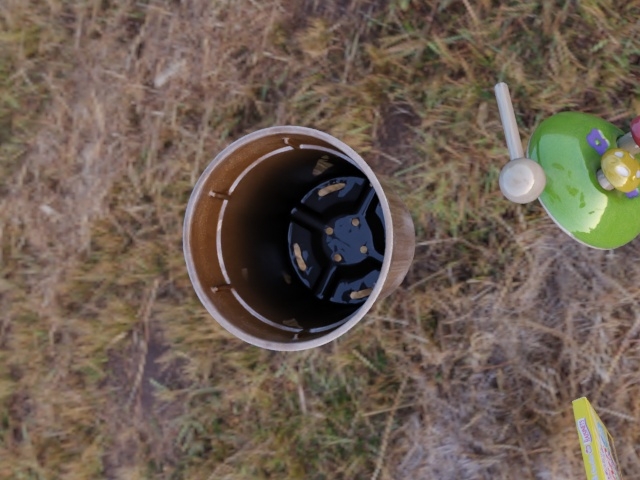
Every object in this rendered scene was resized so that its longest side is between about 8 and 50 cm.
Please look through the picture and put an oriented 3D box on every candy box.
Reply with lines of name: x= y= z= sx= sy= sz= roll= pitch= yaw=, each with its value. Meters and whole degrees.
candy box: x=0.396 y=0.324 z=1.321 sx=0.027 sy=0.105 sz=0.205 roll=-28 pitch=27 yaw=21

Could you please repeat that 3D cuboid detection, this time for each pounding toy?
pounding toy: x=0.329 y=-0.101 z=1.123 sx=0.110 sy=0.237 sz=0.182 roll=-38 pitch=40 yaw=51

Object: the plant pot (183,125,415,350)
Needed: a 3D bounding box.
plant pot: x=0.000 y=0.000 z=0.776 sx=0.167 sy=0.165 sz=0.166 roll=0 pitch=89 yaw=20
